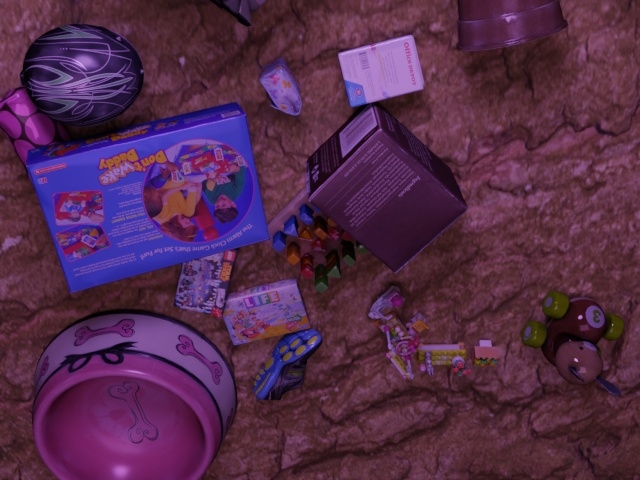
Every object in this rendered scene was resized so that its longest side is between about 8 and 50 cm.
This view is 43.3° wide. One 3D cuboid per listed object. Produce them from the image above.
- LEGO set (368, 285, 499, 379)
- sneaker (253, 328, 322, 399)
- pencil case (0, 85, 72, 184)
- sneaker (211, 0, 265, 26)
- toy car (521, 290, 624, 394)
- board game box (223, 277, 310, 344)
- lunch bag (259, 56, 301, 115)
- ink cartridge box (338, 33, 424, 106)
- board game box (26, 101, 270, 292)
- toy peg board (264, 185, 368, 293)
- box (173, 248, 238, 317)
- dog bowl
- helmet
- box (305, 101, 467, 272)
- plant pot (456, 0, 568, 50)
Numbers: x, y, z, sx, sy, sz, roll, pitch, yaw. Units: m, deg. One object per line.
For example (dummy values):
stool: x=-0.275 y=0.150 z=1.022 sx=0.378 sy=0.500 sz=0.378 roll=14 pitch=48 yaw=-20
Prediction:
LEGO set: x=0.210 y=0.213 z=1.539 sx=0.287 sy=0.107 sz=0.132 roll=31 pitch=113 yaw=-17
sneaker: x=-0.057 y=0.244 z=1.582 sx=0.078 sy=0.067 sz=0.188 roll=22 pitch=116 yaw=-36
pencil case: x=-0.466 y=-0.153 z=1.340 sx=0.098 sy=0.095 sz=0.209 roll=-7 pitch=119 yaw=30
sneaker: x=-0.198 y=-0.470 z=1.171 sx=0.330 sy=0.122 sz=0.146 roll=34 pitch=94 yaw=-17
toy car: x=0.487 y=0.207 z=1.496 sx=0.155 sy=0.188 sz=0.149 roll=22 pitch=116 yaw=-13
board game box: x=-0.106 y=0.136 z=1.535 sx=0.154 sy=0.026 sz=0.103 roll=-14 pitch=117 yaw=6
lunch bag: x=-0.061 y=-0.244 z=1.307 sx=0.053 sy=0.071 sz=0.083 roll=-29 pitch=116 yaw=12
ink cartridge box: x=0.098 y=-0.273 z=1.297 sx=0.122 sy=0.052 sz=0.088 roll=-13 pitch=104 yaw=7
board game box: x=-0.277 y=-0.072 z=1.339 sx=0.347 sy=0.078 sz=0.233 roll=-15 pitch=118 yaw=-11
toy peg board: x=0.000 y=0.000 z=1.435 sx=0.161 sy=0.079 sz=0.161 roll=39 pitch=110 yaw=-20
box: x=-0.209 y=0.066 z=1.478 sx=0.094 sy=0.027 sz=0.137 roll=13 pitch=106 yaw=-4
dog bowl: x=-0.370 y=0.344 z=1.572 sx=0.408 sy=0.150 sz=0.408 roll=-1 pitch=118 yaw=-2
helmet: x=-0.364 y=-0.253 z=1.238 sx=0.169 sy=0.161 sz=0.169 roll=-19 pitch=122 yaw=-33
box: x=0.104 y=-0.094 z=1.336 sx=0.203 sy=0.168 sz=0.167 roll=40 pitch=109 yaw=-19
plant pot: x=0.272 y=-0.384 z=1.197 sx=0.167 sy=0.167 sz=0.165 roll=-12 pitch=111 yaw=5
